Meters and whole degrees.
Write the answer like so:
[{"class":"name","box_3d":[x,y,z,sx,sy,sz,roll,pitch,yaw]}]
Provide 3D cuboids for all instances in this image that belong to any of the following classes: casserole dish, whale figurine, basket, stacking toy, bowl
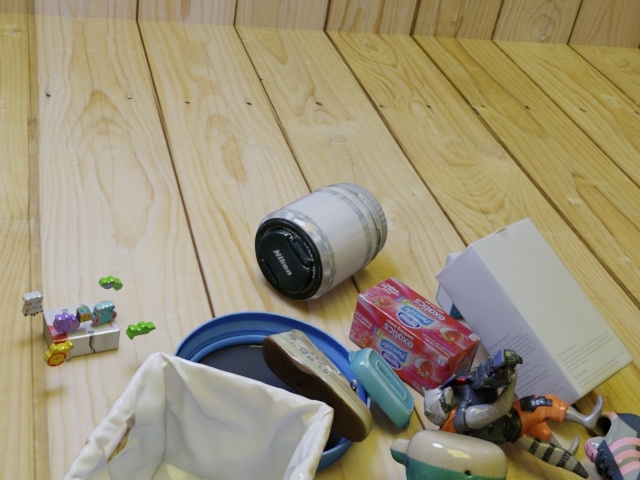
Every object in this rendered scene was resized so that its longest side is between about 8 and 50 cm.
[{"class":"casserole dish","box_3d":[0.128,0.285,1.763,0.188,0.037,0.114,50,18,-3]},{"class":"whale figurine","box_3d":[0.225,0.413,1.589,0.216,0.141,0.272,12,-7,-6]},{"class":"basket","box_3d":[-0.190,0.401,1.386,0.331,0.266,0.328,17,34,7]},{"class":"stacking toy","box_3d":[-0.463,0.155,1.762,0.221,0.052,0.167,-13,45,-34]},{"class":"bowl","box_3d":[-0.100,0.294,1.723,0.391,0.077,0.391,10,35,-7]}]

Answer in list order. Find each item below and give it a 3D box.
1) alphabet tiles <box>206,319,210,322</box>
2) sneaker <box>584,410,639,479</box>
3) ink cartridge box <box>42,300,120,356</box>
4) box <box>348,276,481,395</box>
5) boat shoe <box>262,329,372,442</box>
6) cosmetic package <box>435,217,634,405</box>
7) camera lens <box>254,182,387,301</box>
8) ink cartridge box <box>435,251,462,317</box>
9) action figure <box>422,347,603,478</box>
[{"class":"alphabet tiles","box_3d":[-0.177,0.261,1.824,0.237,0.009,0.198,21,35,15]},{"class":"sneaker","box_3d":[0.566,0.442,1.701,0.131,0.112,0.319,13,27,13]},{"class":"ink cartridge box","box_3d":[-0.485,0.181,1.807,0.135,0.056,0.099,-8,40,-26]},{"class":"box","box_3d":[0.197,0.208,1.904,0.122,0.128,0.257,-23,47,-40]},{"class":"boat shoe","box_3d":[0.007,0.257,1.655,0.089,0.105,0.285,-21,47,-36]},{"class":"cosmetic package","box_3d":[0.452,0.163,1.896,0.217,0.156,0.385,-19,68,-38]},{"class":"camera lens","box_3d":[0.000,0.000,2.069,0.219,0.219,0.274,31,39,26]},{"class":"ink cartridge box","box_3d":[0.385,0.100,2.108,0.190,0.140,0.082,-4,35,-23]},{"class":"action figure","box_3d":[0.354,0.327,1.681,0.330,0.341,0.179,9,68,5]}]
